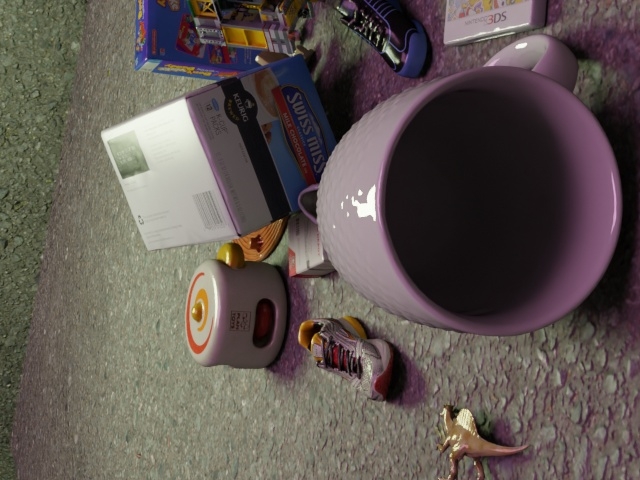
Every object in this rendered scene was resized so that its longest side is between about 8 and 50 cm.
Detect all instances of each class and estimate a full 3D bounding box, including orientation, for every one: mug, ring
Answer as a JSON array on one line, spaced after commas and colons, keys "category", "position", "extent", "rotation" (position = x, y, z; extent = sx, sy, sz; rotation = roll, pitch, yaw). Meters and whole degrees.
[{"category": "mug", "position": [0.162, -0.078, 1.372], "extent": [0.374, 0.276, 0.328], "rotation": [-57, 14, -10]}, {"category": "ring", "position": [-0.122, -0.127, 2.230], "extent": [0.337, 0.032, 0.336], "rotation": [-175, 90, -66]}]

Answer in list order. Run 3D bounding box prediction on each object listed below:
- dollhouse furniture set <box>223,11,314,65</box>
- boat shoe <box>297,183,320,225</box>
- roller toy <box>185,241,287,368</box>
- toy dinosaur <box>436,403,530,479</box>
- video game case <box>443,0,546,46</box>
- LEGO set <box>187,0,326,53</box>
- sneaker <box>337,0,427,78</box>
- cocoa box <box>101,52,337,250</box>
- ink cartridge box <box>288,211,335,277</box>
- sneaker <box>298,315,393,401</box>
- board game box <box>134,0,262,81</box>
[{"category": "dollhouse furniture set", "position": [-0.107, -0.311, 2.082], "extent": [0.151, 0.144, 0.123], "rotation": [37, 134, 8]}, {"category": "boat shoe", "position": [0.071, -0.026, 1.701], "extent": [0.320, 0.103, 0.118], "rotation": [-146, 64, -63]}, {"category": "roller toy", "position": [-0.155, 0.127, 2.116], "extent": [0.209, 0.146, 0.191], "rotation": [121, 144, -43]}, {"category": "toy dinosaur", "position": [0.180, 0.255, 1.476], "extent": [0.183, 0.053, 0.092], "rotation": [-156, 74, -64]}, {"category": "video game case", "position": [0.224, -0.370, 1.524], "extent": [0.206, 0.026, 0.226], "rotation": [-176, 91, -65]}, {"category": "LEGO set", "position": [-0.077, -0.446, 1.861], "extent": [0.254, 0.192, 0.331], "rotation": [81, -152, -43]}, {"category": "sneaker", "position": [0.079, -0.315, 1.751], "extent": [0.232, 0.091, 0.081], "rotation": [-114, 37, -47]}, {"category": "cocoa box", "position": [-0.159, -0.136, 1.956], "extent": [0.347, 0.228, 0.231], "rotation": [-9, 104, 58]}, {"category": "ink cartridge box", "position": [0.000, 0.000, 1.907], "extent": [0.135, 0.056, 0.099], "rotation": [155, 116, -63]}, {"category": "sneaker", "position": [0.035, 0.173, 1.757], "extent": [0.225, 0.093, 0.088], "rotation": [-149, 67, -62]}, {"category": "board game box", "position": [-0.224, -0.481, 2.272], "extent": [0.078, 0.233, 0.347], "rotation": [158, 114, -63]}]
